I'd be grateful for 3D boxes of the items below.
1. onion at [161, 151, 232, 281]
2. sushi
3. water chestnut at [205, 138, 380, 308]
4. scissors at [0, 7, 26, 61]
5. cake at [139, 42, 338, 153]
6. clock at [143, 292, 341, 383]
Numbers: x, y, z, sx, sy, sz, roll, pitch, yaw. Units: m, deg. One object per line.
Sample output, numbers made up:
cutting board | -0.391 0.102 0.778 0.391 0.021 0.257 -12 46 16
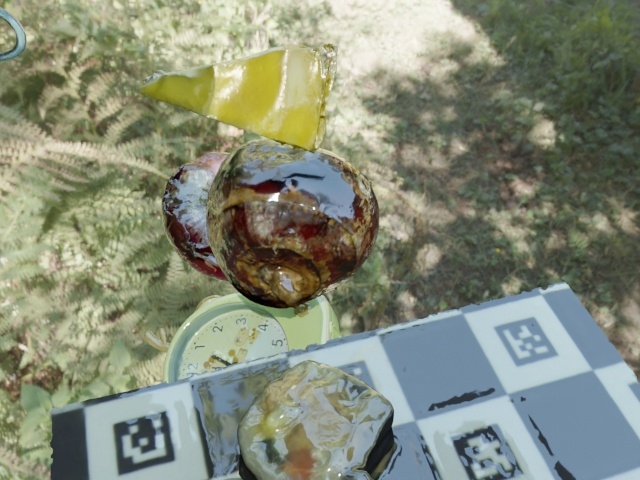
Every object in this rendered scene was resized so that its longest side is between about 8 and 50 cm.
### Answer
onion | -0.149 -0.034 1.150 0.272 0.195 0.271 4 63 -8
sushi | 0.062 0.166 0.279 0.359 0.064 0.343 -11 50 -14
water chestnut | -0.036 -0.035 0.805 0.224 0.223 0.238 23 50 8
scissors | -0.674 -0.380 0.955 0.384 0.255 0.029 -10 26 -3
cake | -0.074 -0.159 0.592 0.185 0.116 0.080 29 15 16
clock | -0.127 0.192 0.931 0.308 0.096 0.234 -4 62 14
